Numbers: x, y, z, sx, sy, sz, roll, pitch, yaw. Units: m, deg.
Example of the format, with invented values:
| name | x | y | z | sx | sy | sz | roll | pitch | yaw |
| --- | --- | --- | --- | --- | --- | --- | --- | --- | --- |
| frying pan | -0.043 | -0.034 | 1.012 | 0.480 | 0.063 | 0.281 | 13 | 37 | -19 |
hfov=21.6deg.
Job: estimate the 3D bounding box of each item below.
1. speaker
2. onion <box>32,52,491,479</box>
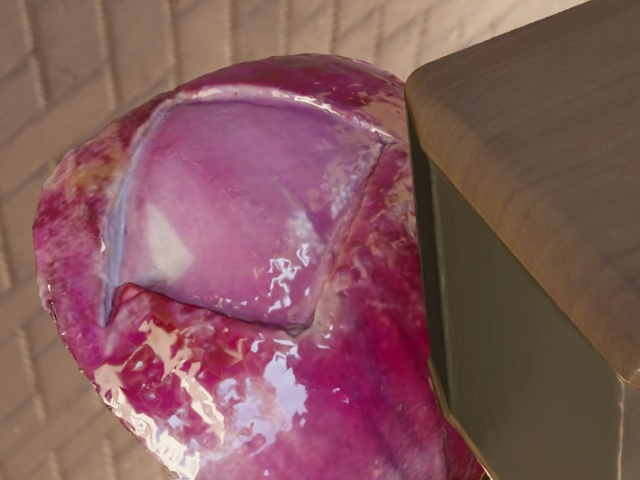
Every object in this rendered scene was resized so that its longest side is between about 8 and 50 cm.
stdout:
| name | x | y | z | sx | sy | sz | roll | pitch | yaw |
| --- | --- | --- | --- | --- | --- | --- | --- | --- | --- |
| speaker | 0.163 | 0.006 | 0.573 | 0.231 | 0.192 | 0.153 | -20 | 132 | -15 |
| onion | 0.000 | 0.000 | 0.778 | 0.247 | 0.250 | 0.111 | -12 | 151 | -40 |
